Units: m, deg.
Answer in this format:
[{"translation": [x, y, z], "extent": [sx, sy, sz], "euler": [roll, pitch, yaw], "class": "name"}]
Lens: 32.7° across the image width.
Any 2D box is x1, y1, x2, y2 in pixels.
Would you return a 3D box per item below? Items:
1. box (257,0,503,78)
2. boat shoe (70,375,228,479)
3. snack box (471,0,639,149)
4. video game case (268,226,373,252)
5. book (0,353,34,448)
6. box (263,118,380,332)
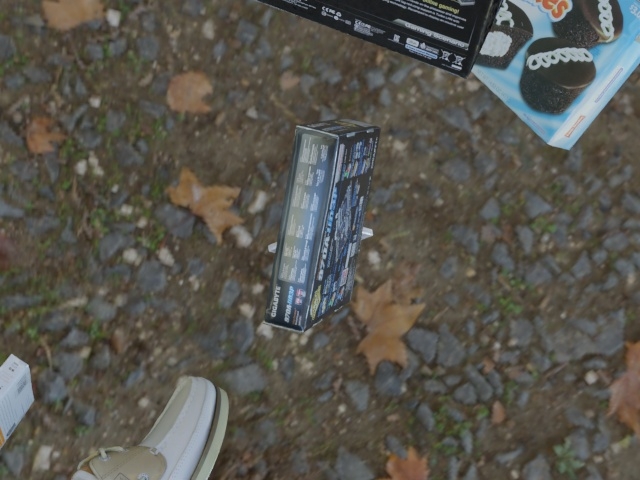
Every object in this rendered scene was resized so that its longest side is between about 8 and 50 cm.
[{"translation": [0.016, -0.183, 0.541], "extent": [0.180, 0.147, 0.077], "euler": [21, 57, 8], "class": "box"}, {"translation": [-0.179, 0.236, 1.006], "extent": [0.103, 0.113, 0.302], "euler": [34, 47, -10], "class": "boat shoe"}, {"translation": [0.243, -0.281, 1.319], "extent": [0.060, 0.187, 0.322], "euler": [8, 35, -48], "class": "snack box"}, {"translation": [0.000, 0.000, 1.523], "extent": [0.087, 0.122, 0.011], "euler": [13, 64, -48], "class": "video game case"}, {"translation": [-0.300, 0.174, 0.936], "extent": [0.035, 0.096, 0.144], "euler": [32, 61, 5], "class": "book"}, {"translation": [0.005, -0.022, 1.220], "extent": [0.051, 0.220, 0.175], "euler": [13, 13, 16], "class": "box"}]
